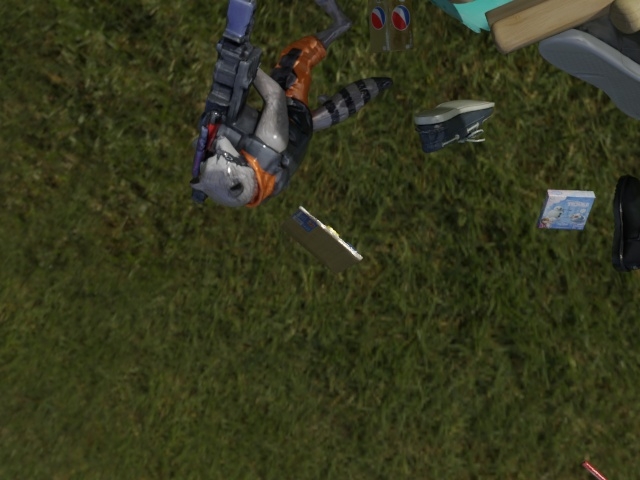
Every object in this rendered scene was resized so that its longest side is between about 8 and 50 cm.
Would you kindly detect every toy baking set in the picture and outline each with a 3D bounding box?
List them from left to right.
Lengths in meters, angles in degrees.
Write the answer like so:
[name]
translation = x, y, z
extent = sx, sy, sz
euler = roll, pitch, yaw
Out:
[toy baking set]
translation = 0.173, -0.183, 0.457
extent = 0.256, 0.197, 0.030
euler = -34, 124, -5

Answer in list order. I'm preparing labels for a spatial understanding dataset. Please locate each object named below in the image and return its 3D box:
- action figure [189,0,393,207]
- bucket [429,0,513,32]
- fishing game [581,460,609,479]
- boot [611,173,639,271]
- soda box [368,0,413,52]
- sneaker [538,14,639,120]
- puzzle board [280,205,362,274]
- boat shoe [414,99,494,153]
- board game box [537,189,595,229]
[action figure]
translation = -0.047, -0.174, 1.135
extent = 0.178, 0.330, 0.341
euler = 31, 147, 8
[bucket]
translation = 0.227, -0.475, 1.328
extent = 0.183, 0.281, 0.281
euler = 39, 132, 32
[fishing game]
translation = 0.319, 0.358, 0.971
extent = 0.189, 0.264, 0.041
euler = 40, 118, 9
[boot]
translation = 0.371, -0.018, 0.958
extent = 0.099, 0.121, 0.045
euler = -7, 158, 44
[soda box]
translation = 0.128, -0.441, 1.633
extent = 0.058, 0.061, 0.181
euler = 12, 110, 52
[sneaker]
translation = 0.397, -0.242, 1.078
extent = 0.295, 0.147, 0.104
euler = 22, 170, -30
[puzzle board]
translation = 0.000, 0.000, 1.095
extent = 0.096, 0.011, 0.128
euler = 41, 164, -3
[boat shoe]
translation = 0.266, -0.225, 1.716
extent = 0.095, 0.254, 0.079
euler = 3, 108, 32
[board game box]
translation = 0.477, -0.059, 1.720
extent = 0.090, 0.020, 0.090
euler = 2, 135, -2
